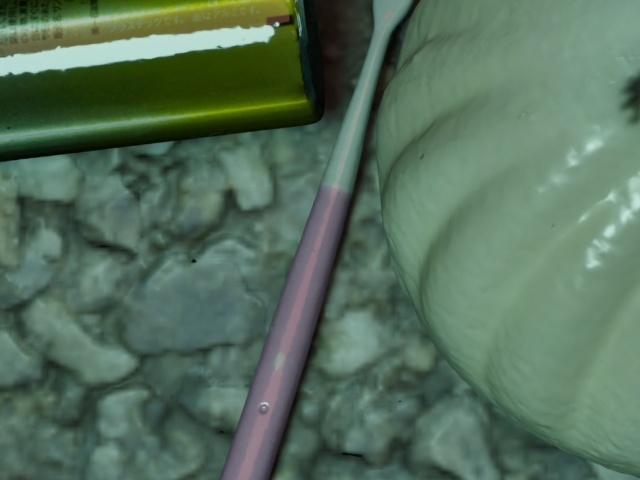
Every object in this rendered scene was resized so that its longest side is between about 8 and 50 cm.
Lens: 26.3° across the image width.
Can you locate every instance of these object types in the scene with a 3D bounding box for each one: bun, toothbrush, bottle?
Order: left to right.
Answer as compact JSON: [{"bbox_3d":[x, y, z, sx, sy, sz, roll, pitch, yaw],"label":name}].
[{"bbox_3d":[-0.144,-0.073,0.581,0.286,0.082,0.082,-6,74,5],"label":"bottle"},{"bbox_3d":[0.000,0.000,0.576,0.020,0.025,0.286,16,78,9],"label":"toothbrush"},{"bbox_3d":[0.144,-0.046,0.494,0.263,0.175,0.263,-2,74,8],"label":"bun"}]
